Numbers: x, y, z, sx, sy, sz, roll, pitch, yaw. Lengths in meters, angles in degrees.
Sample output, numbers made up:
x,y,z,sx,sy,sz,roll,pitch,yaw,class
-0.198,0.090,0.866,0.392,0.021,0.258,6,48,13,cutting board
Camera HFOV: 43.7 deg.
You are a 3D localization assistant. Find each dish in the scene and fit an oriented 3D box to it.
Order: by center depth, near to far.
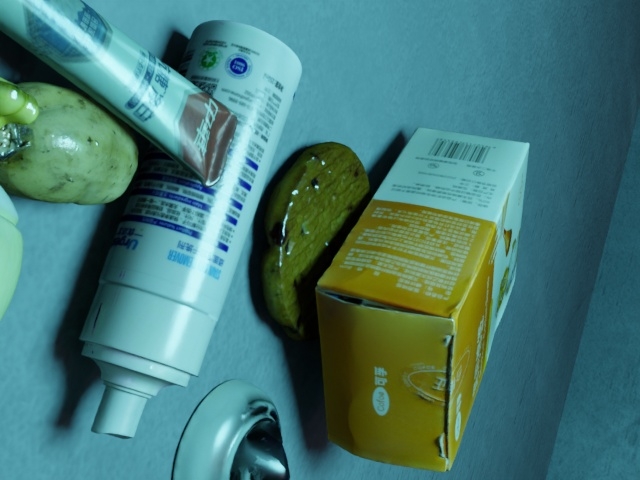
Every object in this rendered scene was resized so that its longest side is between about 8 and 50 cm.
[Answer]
x,y,z,sx,sy,sz,roll,pitch,yaw,class
-0.060,0.203,0.729,0.141,0.078,0.141,-27,121,-57,dish

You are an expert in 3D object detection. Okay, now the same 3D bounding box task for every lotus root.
x,y,z,sx,sy,sz,roll,pitch,yaw,class
-0.159,-0.057,0.487,0.152,0.063,0.072,-1,109,-65,lotus root

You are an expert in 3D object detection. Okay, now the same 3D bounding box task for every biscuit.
x,y,z,sx,sy,sz,roll,pitch,yaw,class
0.000,0.000,0.816,0.212,0.036,0.212,-29,123,-58,biscuit

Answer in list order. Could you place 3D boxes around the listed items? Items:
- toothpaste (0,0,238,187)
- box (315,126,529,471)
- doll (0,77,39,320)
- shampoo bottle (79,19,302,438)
x,y,z,sx,sy,sz,roll,pitch,yaw,class
-0.138,-0.113,0.469,0.239,0.039,0.062,36,59,-41,toothpaste
0.122,0.052,0.891,0.341,0.144,0.224,-55,149,-47,box
-0.211,0.051,0.340,0.141,0.117,0.296,27,65,-47,doll
-0.099,-0.006,0.580,0.092,0.092,0.303,39,64,-58,shampoo bottle
